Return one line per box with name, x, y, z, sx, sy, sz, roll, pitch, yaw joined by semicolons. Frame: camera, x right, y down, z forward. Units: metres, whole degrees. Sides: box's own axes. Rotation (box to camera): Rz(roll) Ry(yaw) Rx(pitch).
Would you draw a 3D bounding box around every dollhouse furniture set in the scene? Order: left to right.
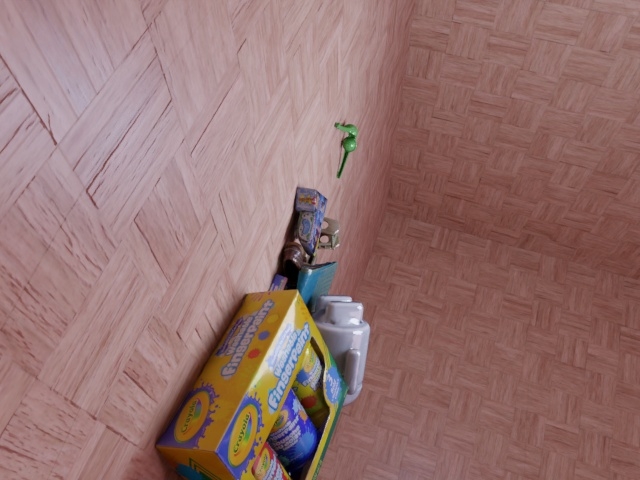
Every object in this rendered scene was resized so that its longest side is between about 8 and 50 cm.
dollhouse furniture set;0.000;0.000;1.860;0.182;0.101;0.161;85;24;-62

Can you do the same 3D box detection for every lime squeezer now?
lime squeezer;0.094;-0.340;1.969;0.310;0.058;0.110;86;23;-63

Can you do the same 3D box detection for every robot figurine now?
robot figurine;0.036;0.342;1.647;0.300;0.199;0.354;-152;-111;-67

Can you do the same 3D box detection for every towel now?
towel;-0.056;0.243;1.718;0.271;0.040;0.370;-7;117;-70

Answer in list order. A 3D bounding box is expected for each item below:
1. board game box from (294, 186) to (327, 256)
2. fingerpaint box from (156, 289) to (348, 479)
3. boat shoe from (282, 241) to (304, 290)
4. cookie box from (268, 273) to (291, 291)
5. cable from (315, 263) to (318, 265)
board game box;-0.036;-0.073;1.650;0.194;0.060;0.194;65;36;-70
fingerpaint box;-0.120;0.399;1.298;0.371;0.163;0.445;65;33;-30
boat shoe;-0.081;0.098;1.671;0.207;0.073;0.073;81;14;-45
cookie box;-0.124;0.164;1.639;0.107;0.040;0.092;82;27;-63
cable;-0.004;0.160;2.076;0.184;0.047;0.151;100;-13;-74
